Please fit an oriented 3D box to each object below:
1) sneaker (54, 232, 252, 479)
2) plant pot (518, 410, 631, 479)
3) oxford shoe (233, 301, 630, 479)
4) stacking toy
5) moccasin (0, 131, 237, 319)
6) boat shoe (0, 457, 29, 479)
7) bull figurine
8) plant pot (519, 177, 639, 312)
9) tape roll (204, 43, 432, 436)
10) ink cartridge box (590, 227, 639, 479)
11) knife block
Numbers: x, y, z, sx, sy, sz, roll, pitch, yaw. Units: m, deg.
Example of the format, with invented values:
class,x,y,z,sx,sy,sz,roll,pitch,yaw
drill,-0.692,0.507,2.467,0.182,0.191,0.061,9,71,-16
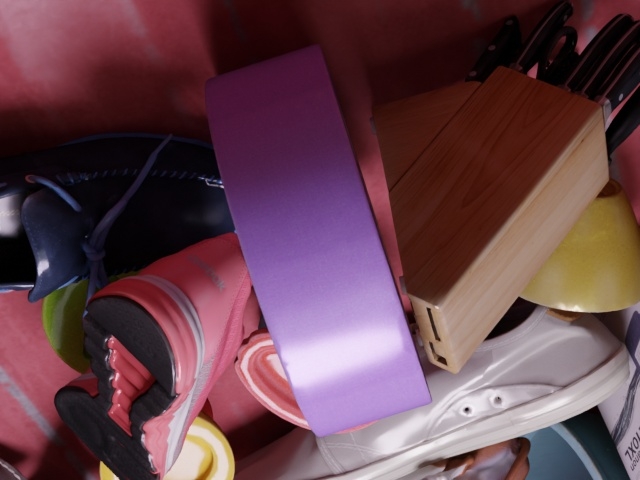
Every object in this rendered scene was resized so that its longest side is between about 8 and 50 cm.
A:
class,x,y,z,sx,sy,sz,roll,pitch,yaw
sneaker,-0.114,0.100,1.057,0.136,0.116,0.314,-40,170,-32
plant pot,0.357,0.328,1.484,0.334,0.341,0.341,-4,138,-29
oxford shoe,0.080,0.158,1.334,0.449,0.169,0.130,-25,96,20
stacking toy,-0.092,0.077,1.225,0.309,0.130,0.279,-25,112,3
moccasin,-0.218,0.004,1.032,0.342,0.117,0.138,-10,122,-11
boat shoe,-0.376,0.198,1.218,0.097,0.116,0.324,-36,131,24
bull figurine,0.081,0.286,1.410,0.310,0.101,0.188,-38,176,33
plant pot,0.231,-0.007,1.207,0.134,0.134,0.095,-4,113,-16
tape roll,0.000,0.000,0.984,0.090,0.275,0.275,-18,140,3
ink cartridge box,0.345,0.129,1.296,0.100,0.237,0.172,-4,137,-16
knife block,0.168,-0.056,1.009,0.242,0.276,0.088,-14,139,7
